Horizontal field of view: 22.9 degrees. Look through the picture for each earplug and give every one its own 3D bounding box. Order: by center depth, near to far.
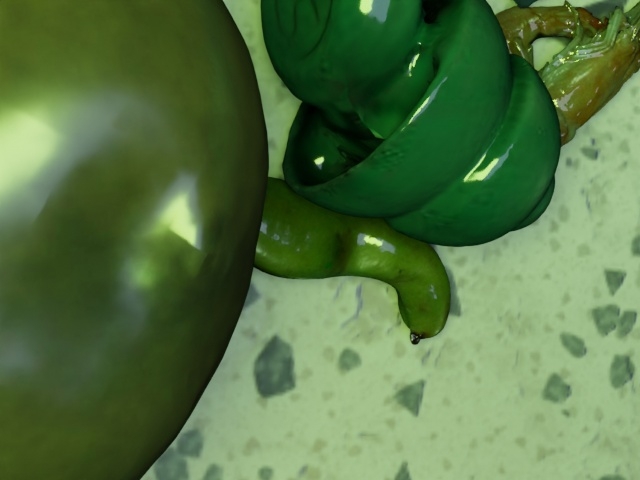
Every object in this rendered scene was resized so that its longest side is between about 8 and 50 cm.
[{"bbox_3d":[0.068,-0.126,0.949,0.257,0.164,0.280,-42,117,8],"label":"earplug"}]

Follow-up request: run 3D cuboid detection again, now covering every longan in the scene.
[{"bbox_3d":[-0.170,-0.008,0.827,0.288,0.288,0.350,18,108,-20],"label":"longan"}]

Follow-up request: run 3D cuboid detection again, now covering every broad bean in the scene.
[{"bbox_3d":[0.000,0.000,1.015,0.213,0.048,0.070,28,84,-22],"label":"broad bean"}]

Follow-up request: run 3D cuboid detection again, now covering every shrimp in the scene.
[{"bbox_3d":[0.162,-0.123,1.072,0.180,0.041,0.099,-35,90,-12],"label":"shrimp"}]

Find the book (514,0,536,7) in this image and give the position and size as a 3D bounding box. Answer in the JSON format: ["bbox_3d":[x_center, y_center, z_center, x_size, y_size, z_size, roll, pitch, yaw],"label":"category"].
[{"bbox_3d":[0.105,-0.320,0.866,0.428,0.300,0.039,36,44,-33],"label":"book"}]
